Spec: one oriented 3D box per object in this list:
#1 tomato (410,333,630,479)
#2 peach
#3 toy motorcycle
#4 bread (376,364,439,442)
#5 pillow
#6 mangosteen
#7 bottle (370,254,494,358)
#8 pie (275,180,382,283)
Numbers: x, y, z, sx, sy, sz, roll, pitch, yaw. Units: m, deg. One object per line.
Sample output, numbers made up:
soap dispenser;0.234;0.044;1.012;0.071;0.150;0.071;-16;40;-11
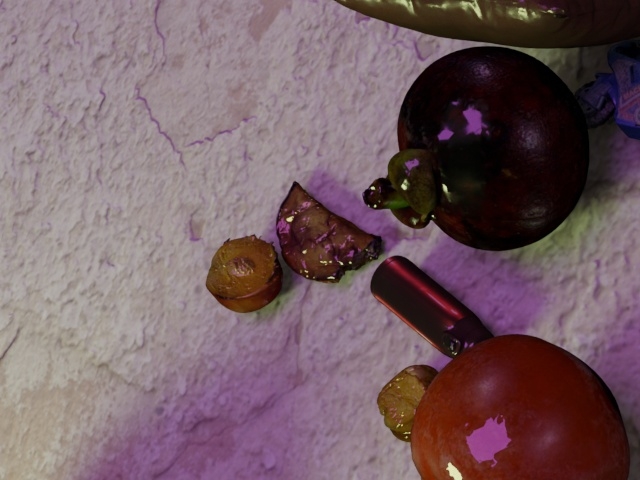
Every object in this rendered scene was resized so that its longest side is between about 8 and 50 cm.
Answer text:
tomato;0.193;0.189;1.797;0.208;0.208;0.184;28;74;44
peach;-0.081;0.043;2.191;0.098;0.061;0.098;-12;49;14
toy motorcycle;0.345;-0.149;1.919;0.205;0.076;0.114;14;73;42
bread;0.097;0.168;1.994;0.081;0.046;0.083;11;79;48
pillow;0.211;-0.255;1.944;0.305;0.308;0.108;14;109;41
mangosteen;0.161;-0.090;1.928;0.216;0.216;0.216;-18;60;33
bottle;0.119;0.078;2.007;0.060;0.060;0.164;-55;47;6
pie;0.000;0.000;2.161;0.170;0.034;0.092;30;87;43
